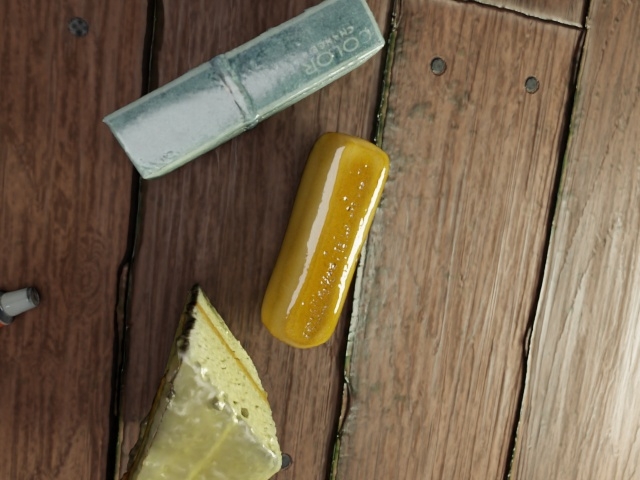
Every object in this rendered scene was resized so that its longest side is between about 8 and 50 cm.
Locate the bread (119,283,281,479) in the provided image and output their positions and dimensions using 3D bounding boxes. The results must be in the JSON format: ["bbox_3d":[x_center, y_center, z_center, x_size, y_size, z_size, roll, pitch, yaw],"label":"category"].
[{"bbox_3d":[-0.151,0.156,0.422,0.178,0.240,0.135,-35,103,-7],"label":"bread"}]

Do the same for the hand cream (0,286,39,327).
[{"bbox_3d":[-0.395,0.096,0.468,0.216,0.038,0.052,-19,77,-4],"label":"hand cream"}]

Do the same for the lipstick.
[{"bbox_3d":[-0.071,-0.163,0.482,0.290,0.076,0.077,-31,102,-7],"label":"lipstick"}]

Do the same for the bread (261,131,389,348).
[{"bbox_3d":[0.000,0.000,0.522,0.093,0.074,0.239,16,95,-31],"label":"bread"}]
